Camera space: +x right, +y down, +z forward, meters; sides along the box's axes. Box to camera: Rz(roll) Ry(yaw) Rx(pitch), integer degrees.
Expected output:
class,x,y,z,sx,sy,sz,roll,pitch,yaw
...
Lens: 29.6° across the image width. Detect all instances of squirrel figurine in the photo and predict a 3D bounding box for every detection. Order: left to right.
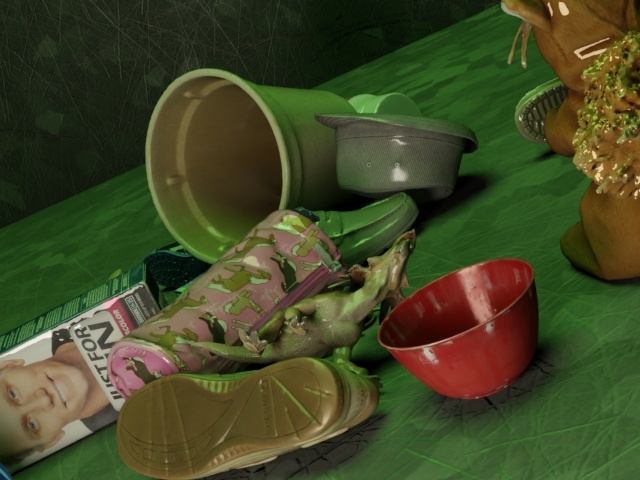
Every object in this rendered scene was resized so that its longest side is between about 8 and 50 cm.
class,x,y,z,sx,sy,sz,roll,pitch,yaw
squirrel figurine,0.361,-0.156,1.308,0.281,0.370,0.397,-26,15,2

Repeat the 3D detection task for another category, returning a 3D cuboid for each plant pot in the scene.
class,x,y,z,sx,sy,sz,roll,pitch,yaw
plant pot,-0.087,-0.146,2.147,0.334,0.333,0.305,-13,1,41

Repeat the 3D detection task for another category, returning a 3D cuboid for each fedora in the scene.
class,x,y,z,sx,sy,sz,roll,pitch,yaw
fedora,0.119,-0.128,1.978,0.275,0.124,0.244,5,-6,19

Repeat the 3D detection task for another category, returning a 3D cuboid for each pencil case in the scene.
class,x,y,z,sx,sy,sz,roll,pitch,yaw
pencil case,-0.121,0.106,1.672,0.386,0.160,0.167,-41,-11,-41

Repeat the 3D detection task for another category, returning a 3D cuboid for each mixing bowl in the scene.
class,x,y,z,sx,sy,sz,roll,pitch,yaw
mixing bowl,0.164,0.105,1.301,0.181,0.098,0.181,-25,16,8

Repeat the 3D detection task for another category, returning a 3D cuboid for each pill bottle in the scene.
class,x,y,z,sx,sy,sz,roll,pitch,yaw
pill bottle,0.056,-0.193,2.334,0.283,0.160,0.160,-9,24,48

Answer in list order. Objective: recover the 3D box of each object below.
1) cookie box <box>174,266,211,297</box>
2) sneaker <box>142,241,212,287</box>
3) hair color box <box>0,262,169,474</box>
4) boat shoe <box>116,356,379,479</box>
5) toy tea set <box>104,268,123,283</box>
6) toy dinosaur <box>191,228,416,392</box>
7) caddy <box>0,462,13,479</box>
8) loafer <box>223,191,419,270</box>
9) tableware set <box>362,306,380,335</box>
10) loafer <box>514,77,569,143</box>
class,x,y,z,sx,sy,sz,roll,pitch,yaw
cookie box,-0.183,0.077,2.080,0.107,0.040,0.092,-33,16,-25
sneaker,-0.221,0.029,2.243,0.232,0.081,0.090,-8,20,33
hair color box,-0.369,0.194,1.757,0.347,0.174,0.105,-27,17,1
boat shoe,-0.091,0.211,1.398,0.341,0.121,0.110,-13,-17,34
toy tea set,-0.334,0.167,1.976,0.200,0.124,0.336,-55,13,15
toy dinosaur,-0.002,0.108,1.509,0.296,0.127,0.200,-19,17,25
caddy,-0.538,0.356,1.474,0.241,0.179,0.341,31,53,34
loafer,0.000,0.000,1.890,0.319,0.111,0.112,-28,15,-2
tableware set,0.043,0.095,1.678,0.104,0.024,0.154,-17,19,34
loafer,0.427,-0.230,1.973,0.268,0.102,0.092,-21,12,-15
